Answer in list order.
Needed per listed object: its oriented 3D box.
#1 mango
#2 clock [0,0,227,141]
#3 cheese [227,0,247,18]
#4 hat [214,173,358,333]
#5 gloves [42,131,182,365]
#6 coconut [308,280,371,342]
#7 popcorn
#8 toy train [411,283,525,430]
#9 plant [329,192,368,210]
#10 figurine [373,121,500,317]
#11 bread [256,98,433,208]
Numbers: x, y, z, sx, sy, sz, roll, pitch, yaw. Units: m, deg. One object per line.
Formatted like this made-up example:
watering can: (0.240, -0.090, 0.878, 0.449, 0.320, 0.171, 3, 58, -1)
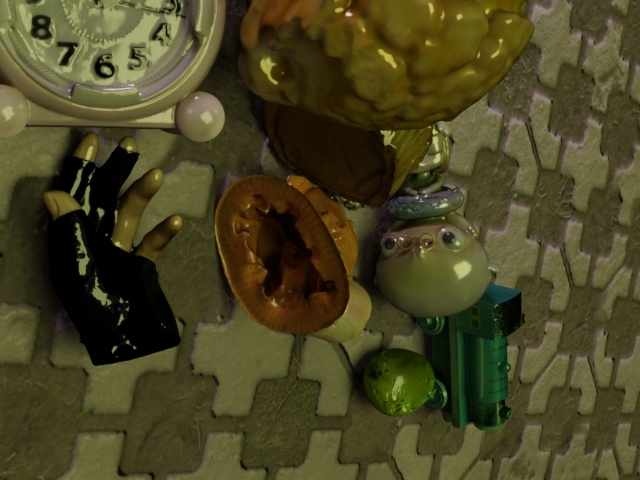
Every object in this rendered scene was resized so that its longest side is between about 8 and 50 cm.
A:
mango: (0.144, 0.256, 1.699, 0.178, 0.100, 0.119, 5, 87, -50)
clock: (-0.259, -0.285, 1.089, 0.342, 0.184, 0.326, -3, 103, -26)
cheese: (-0.190, -0.338, 1.276, 0.251, 0.054, 0.127, -3, 104, -45)
hat: (0.000, 0.000, 1.445, 0.233, 0.244, 0.233, -23, 123, -55)
gloves: (-0.273, 0.012, 1.196, 0.197, 0.152, 0.301, 1, 91, -66)
coconut: (0.012, 0.105, 1.526, 0.122, 0.116, 0.116, 33, 75, -49)
popcorn: (0.080, -0.292, 1.143, 0.344, 0.354, 0.390, -47, 164, 29)
toy train: (0.283, 0.216, 1.765, 0.120, 0.194, 0.298, -20, 113, -42)
plant: (0.070, -0.103, 1.543, 0.116, 0.122, 0.104, 10, 79, -39)
figurine: (0.187, -0.070, 1.654, 0.274, 0.226, 0.394, -31, 112, -72)
bread: (0.038, -0.177, 1.395, 0.142, 0.253, 0.227, -46, 155, -26)
